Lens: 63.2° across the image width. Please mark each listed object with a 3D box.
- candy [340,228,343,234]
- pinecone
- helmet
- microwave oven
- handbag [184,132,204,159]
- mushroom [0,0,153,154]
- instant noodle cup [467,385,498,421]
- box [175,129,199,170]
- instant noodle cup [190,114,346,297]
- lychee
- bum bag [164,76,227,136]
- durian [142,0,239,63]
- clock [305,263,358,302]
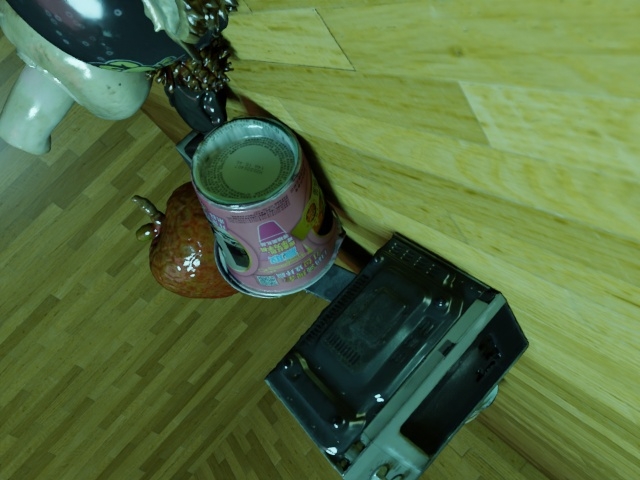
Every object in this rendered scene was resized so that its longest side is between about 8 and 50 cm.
[{"bbox_3d":[0.000,-0.001,1.147,0.059,0.086,0.292,34,173,-7],"label":"candy"},{"bbox_3d":[-0.164,-0.227,0.642,0.109,0.102,0.102,22,173,1],"label":"pinecone"},{"bbox_3d":[-0.221,-0.265,0.470,0.230,0.160,0.279,37,173,49],"label":"helmet"},{"bbox_3d":[0.101,0.170,0.739,0.237,0.295,0.181,36,171,46],"label":"microwave oven"},{"bbox_3d":[-0.161,-0.131,1.185,0.285,0.113,0.257,49,162,-29],"label":"handbag"},{"bbox_3d":[-0.479,-0.355,1.044,0.315,0.315,0.356,41,139,18],"label":"mushroom"},{"bbox_3d":[0.313,0.328,1.168,0.168,0.168,0.185,41,165,15],"label":"instant noodle cup"},{"bbox_3d":[-0.231,-0.126,1.587,0.396,0.111,0.396,41,174,24],"label":"box"},{"bbox_3d":[-0.092,-0.057,0.842,0.244,0.244,0.255,40,164,23],"label":"instant noodle cup"},{"bbox_3d":[-0.250,-0.002,1.079,0.300,0.255,0.255,16,-173,-28],"label":"lychee"},{"bbox_3d":[-0.219,-0.250,0.920,0.142,0.080,0.326,53,173,-22],"label":"bum bag"},{"bbox_3d":[-0.095,-0.209,0.349,0.148,0.091,0.188,40,150,33],"label":"durian"},{"bbox_3d":[0.049,0.117,1.212,0.386,0.076,0.386,26,173,3],"label":"clock"}]
